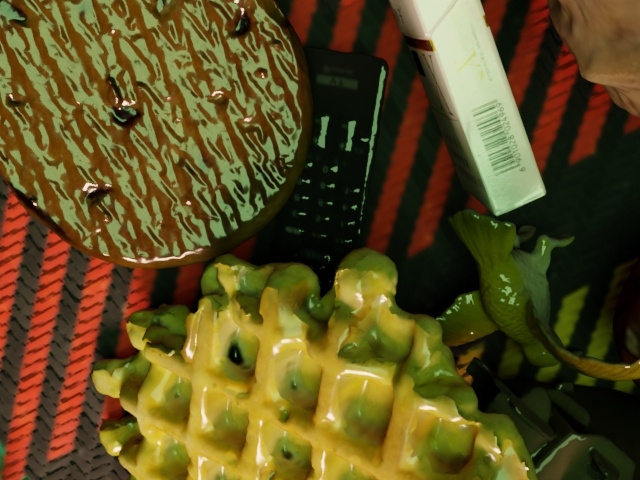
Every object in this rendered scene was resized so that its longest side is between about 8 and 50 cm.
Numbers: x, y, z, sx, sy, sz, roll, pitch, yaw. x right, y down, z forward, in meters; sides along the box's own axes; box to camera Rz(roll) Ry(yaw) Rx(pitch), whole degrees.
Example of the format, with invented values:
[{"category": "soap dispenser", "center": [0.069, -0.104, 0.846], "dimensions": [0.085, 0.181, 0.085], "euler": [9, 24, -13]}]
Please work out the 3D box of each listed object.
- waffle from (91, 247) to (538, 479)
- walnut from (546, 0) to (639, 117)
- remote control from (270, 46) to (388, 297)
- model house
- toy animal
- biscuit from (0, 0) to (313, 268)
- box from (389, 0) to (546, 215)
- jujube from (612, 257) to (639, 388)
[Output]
[{"category": "waffle", "center": [-0.016, 0.156, 0.531], "dimensions": [0.312, 0.060, 0.307], "euler": [-20, 90, 39]}, {"category": "walnut", "center": [0.221, -0.165, 0.476], "dimensions": [0.224, 0.224, 0.224], "euler": [-1, 106, -4]}, {"category": "remote control", "center": [0.000, 0.000, 0.579], "dimensions": [0.063, 0.025, 0.245], "euler": [15, 106, 22]}, {"category": "model house", "center": [0.150, 0.181, 0.552], "dimensions": [0.243, 0.211, 0.204], "euler": [42, 97, -19]}, {"category": "toy animal", "center": [0.142, 0.037, 0.580], "dimensions": [0.155, 0.219, 0.095], "euler": [10, 88, -45]}, {"category": "biscuit", "center": [-0.106, -0.084, 0.544], "dimensions": [0.212, 0.036, 0.212], "euler": [0, 106, 0]}, {"category": "box", "center": [0.085, -0.098, 0.537], "dimensions": [0.040, 0.084, 0.154], "euler": [-24, 106, 4]}, {"category": "jujube", "center": [0.300, 0.080, 0.574], "dimensions": [0.230, 0.155, 0.155], "euler": [29, 102, -2]}]
